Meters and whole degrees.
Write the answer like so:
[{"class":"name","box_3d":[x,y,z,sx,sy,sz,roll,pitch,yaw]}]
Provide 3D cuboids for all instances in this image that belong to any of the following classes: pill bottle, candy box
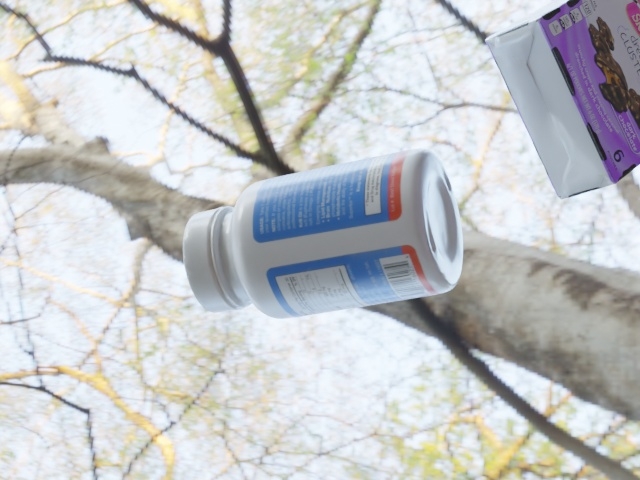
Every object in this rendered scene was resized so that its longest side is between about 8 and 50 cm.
[{"class":"pill bottle","box_3d":[0.000,0.000,1.122,0.124,0.222,0.124,-9,-90,-69]},{"class":"candy box","box_3d":[0.266,-0.156,1.231,0.196,0.070,0.164,-34,-79,-39]}]
